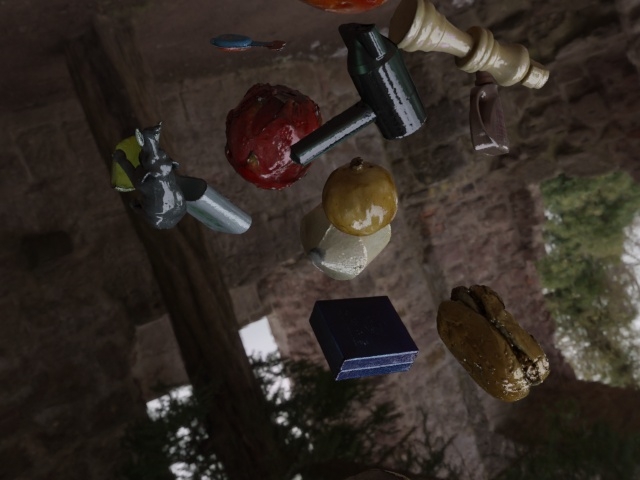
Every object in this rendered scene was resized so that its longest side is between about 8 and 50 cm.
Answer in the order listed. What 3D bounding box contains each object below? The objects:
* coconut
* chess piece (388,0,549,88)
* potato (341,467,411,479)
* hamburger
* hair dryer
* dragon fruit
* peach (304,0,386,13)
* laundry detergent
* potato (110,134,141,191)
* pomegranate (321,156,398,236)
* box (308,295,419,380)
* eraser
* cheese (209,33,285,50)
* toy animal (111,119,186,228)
[{"bbox_3d":[0.060,-0.015,1.964,0.239,0.239,0.244,-12,-155,50],"label":"coconut"},{"bbox_3d":[0.347,-0.426,1.570,0.397,0.117,0.117,15,171,-23],"label":"chess piece"},{"bbox_3d":[0.074,0.473,1.164,0.243,0.098,0.138,-34,-140,14],"label":"potato"},{"bbox_3d":[0.384,0.237,1.607,0.145,0.283,0.259,-31,156,-6],"label":"hamburger"},{"bbox_3d":[0.044,-0.282,1.426,0.302,0.244,0.116,-34,-149,0],"label":"hair dryer"},{"bbox_3d":[-0.134,-0.308,2.061,0.296,0.301,0.295,15,-152,-8],"label":"dragon fruit"},{"bbox_3d":[0.052,-0.815,1.984,0.406,0.335,0.310,8,160,-1],"label":"peach"},{"bbox_3d":[0.441,-0.352,1.878,0.076,0.237,0.171,-10,175,32],"label":"laundry detergent"},{"bbox_3d":[-0.521,-0.202,1.911,0.054,0.119,0.198,-31,-138,42],"label":"potato"},{"bbox_3d":[0.094,-0.109,1.665,0.196,0.196,0.196,-19,-174,2],"label":"pomegranate"},{"bbox_3d":[0.139,0.312,2.299,0.279,0.116,0.261,-3,-137,-25],"label":"box"},{"bbox_3d":[-0.329,-0.103,2.046,0.174,0.081,0.227,13,162,35],"label":"eraser"},{"bbox_3d":[-0.235,-0.630,2.237,0.256,0.037,0.106,8,-143,11],"label":"cheese"},{"bbox_3d":[-0.298,-0.126,1.224,0.082,0.137,0.269,-31,146,-27],"label":"toy animal"}]
